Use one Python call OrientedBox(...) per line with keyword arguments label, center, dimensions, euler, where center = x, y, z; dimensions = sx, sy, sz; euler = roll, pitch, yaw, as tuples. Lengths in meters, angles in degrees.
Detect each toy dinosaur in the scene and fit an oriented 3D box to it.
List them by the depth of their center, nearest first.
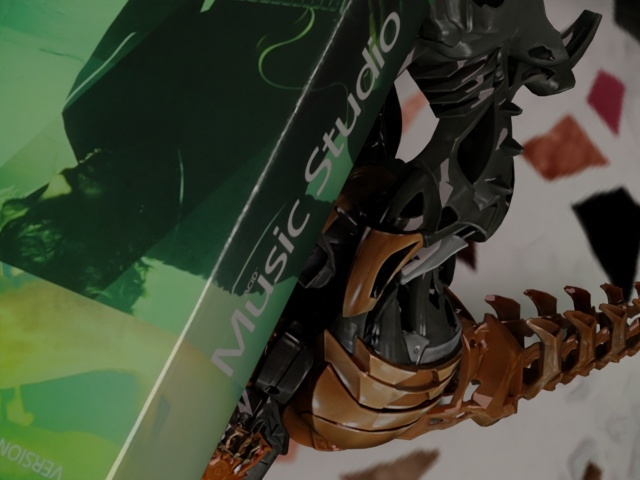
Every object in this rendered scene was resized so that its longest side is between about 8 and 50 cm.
OrientedBox(label="toy dinosaur", center=(0.000, 0.000, 0.616), dimensions=(0.322, 0.164, 0.218), euler=(3, 105, -47))

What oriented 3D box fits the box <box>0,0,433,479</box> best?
OrientedBox(label="box", center=(-0.084, -0.085, 0.502), dimensions=(0.322, 0.232, 0.058), euler=(-65, 154, -11))
